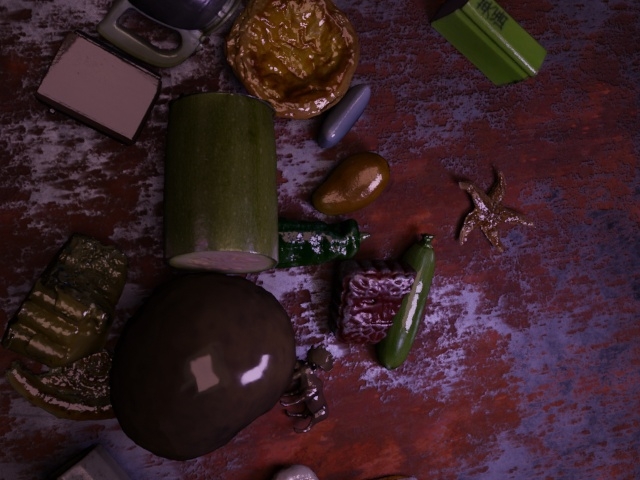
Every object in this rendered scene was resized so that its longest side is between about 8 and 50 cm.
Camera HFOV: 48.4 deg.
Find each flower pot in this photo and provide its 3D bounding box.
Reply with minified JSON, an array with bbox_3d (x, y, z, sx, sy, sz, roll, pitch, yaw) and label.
[{"bbox_3d":[-0.528,0.633,1.680,0.290,0.290,0.259,-35,92,-12],"label":"flower pot"}]

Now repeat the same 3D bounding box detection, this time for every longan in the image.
[{"bbox_3d":[-0.272,0.269,1.627,0.436,0.404,0.403,-27,104,-29],"label":"longan"}]

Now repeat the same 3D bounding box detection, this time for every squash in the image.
[{"bbox_3d":[0.233,0.168,1.941,0.107,0.107,0.394,17,92,-19],"label":"squash"},{"bbox_3d":[-0.227,-0.132,1.623,0.263,0.263,0.384,3,77,-18],"label":"squash"}]

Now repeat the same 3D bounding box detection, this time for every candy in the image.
[{"bbox_3d":[0.058,-0.317,1.812,0.071,0.138,0.174,38,84,-3],"label":"candy"}]

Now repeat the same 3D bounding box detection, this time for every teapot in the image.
[{"bbox_3d":[-0.321,-0.551,1.614,0.239,0.239,0.321,37,79,-31],"label":"teapot"}]

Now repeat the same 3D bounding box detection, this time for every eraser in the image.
[{"bbox_3d":[0.446,-0.532,1.879,0.274,0.210,0.092,37,84,-16],"label":"eraser"}]

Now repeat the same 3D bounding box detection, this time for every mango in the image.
[{"bbox_3d":[0.081,-0.142,1.862,0.228,0.099,0.136,-34,110,-3],"label":"mango"}]

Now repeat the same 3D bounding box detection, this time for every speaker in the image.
[{"bbox_3d":[-0.499,-0.338,1.617,0.231,0.153,0.192,26,87,-19],"label":"speaker"}]

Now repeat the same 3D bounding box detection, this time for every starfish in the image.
[{"bbox_3d":[0.479,-0.075,2.018,0.277,0.062,0.235,28,88,-21],"label":"starfish"}]

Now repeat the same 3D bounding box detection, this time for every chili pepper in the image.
[{"bbox_3d":[0.000,0.000,1.847,0.271,0.099,0.136,-5,96,-17],"label":"chili pepper"}]

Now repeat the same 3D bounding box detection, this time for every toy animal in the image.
[{"bbox_3d":[-0.027,0.387,1.897,0.186,0.094,0.214,-26,111,-9],"label":"toy animal"}]

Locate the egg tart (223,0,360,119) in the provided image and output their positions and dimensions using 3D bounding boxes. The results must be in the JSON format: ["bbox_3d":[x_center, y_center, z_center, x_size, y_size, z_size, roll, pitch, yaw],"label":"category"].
[{"bbox_3d":[-0.069,-0.462,1.758,0.341,0.129,0.340,-2,96,-17],"label":"egg tart"}]

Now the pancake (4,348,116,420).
[{"bbox_3d":[-0.565,0.346,1.727,0.377,0.054,0.197,5,94,-20],"label":"pancake"}]

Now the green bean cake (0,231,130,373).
[{"bbox_3d":[-0.537,0.137,1.576,0.202,0.310,0.285,33,88,-17],"label":"green bean cake"}]

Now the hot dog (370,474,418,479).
[{"bbox_3d":[0.176,0.729,2.009,0.253,0.069,0.131,-2,106,-15],"label":"hot dog"}]

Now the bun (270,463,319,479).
[{"bbox_3d":[-0.084,0.684,1.897,0.183,0.102,0.183,-2,93,-29],"label":"bun"}]

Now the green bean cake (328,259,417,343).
[{"bbox_3d":[0.129,0.164,1.880,0.199,0.097,0.232,4,113,-17],"label":"green bean cake"}]
